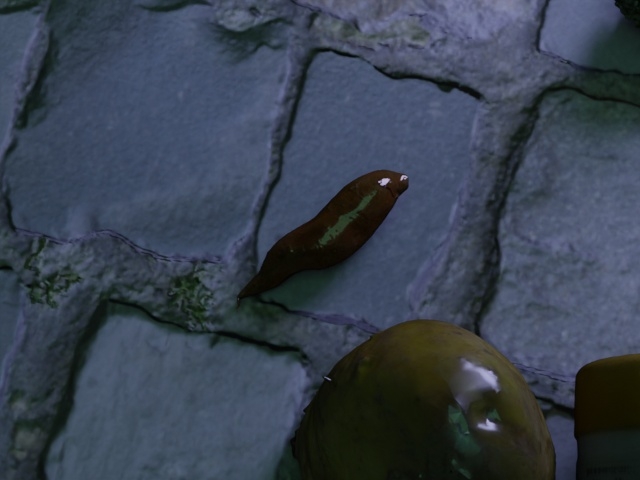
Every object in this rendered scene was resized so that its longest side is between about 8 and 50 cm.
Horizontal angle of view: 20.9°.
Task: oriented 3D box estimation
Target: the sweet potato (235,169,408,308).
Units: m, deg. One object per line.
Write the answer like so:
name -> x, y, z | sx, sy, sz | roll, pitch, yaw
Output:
sweet potato -> 0.000, 0.000, 1.558 | 0.195, 0.056, 0.056 | -35, 78, 1

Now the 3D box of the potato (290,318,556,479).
potato -> 0.092, 0.169, 1.409 | 0.229, 0.266, 0.229 | 0, 75, 0

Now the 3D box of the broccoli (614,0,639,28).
broccoli -> 0.322, -0.279, 1.590 | 0.122, 0.118, 0.204 | -21, 57, 28

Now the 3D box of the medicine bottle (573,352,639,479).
medicine bottle -> 0.323, 0.217, 1.395 | 0.238, 0.238, 0.232 | 2, 77, 3
